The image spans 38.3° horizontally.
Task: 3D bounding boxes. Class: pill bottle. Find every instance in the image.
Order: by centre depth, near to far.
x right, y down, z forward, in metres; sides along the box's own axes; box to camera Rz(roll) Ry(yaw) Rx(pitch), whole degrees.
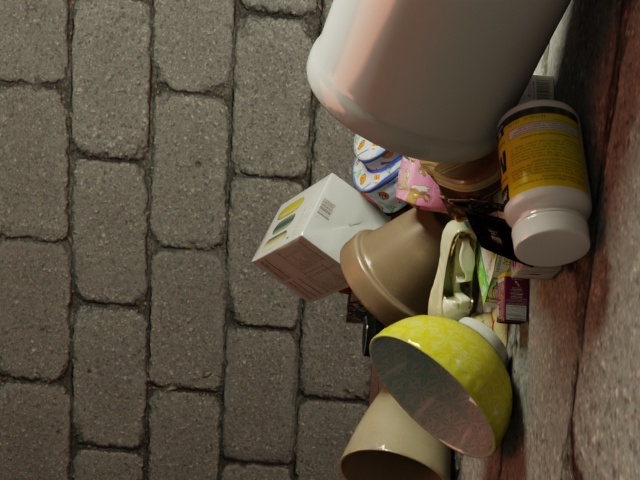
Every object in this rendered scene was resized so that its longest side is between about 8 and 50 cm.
[{"bbox_3d":[0.307,-0.078,1.261,0.119,0.119,0.208,97,176,-59],"label":"pill bottle"},{"bbox_3d":[0.208,0.225,2.109,0.123,0.219,0.123,-177,90,-88],"label":"pill bottle"}]

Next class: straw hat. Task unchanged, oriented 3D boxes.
[{"bbox_3d":[0.306,0.167,1.731,0.144,0.061,0.144,-176,90,-87],"label":"straw hat"}]

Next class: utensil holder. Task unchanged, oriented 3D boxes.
[{"bbox_3d":[0.191,-0.356,1.307,0.327,0.327,0.385,-89,17,-48],"label":"utensil holder"}]

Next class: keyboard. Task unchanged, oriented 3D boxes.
[{"bbox_3d":[0.273,-0.022,1.381,0.100,0.038,0.192,62,172,-14],"label":"keyboard"}]

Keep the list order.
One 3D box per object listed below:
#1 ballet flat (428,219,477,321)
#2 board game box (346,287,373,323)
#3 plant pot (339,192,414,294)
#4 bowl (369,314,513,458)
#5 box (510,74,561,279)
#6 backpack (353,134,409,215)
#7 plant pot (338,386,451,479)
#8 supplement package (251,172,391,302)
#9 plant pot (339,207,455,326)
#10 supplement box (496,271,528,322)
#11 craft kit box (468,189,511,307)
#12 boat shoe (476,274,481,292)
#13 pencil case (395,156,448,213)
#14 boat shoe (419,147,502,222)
[{"bbox_3d":[0.255,0.085,1.733,0.086,0.086,0.248,-97,10,-78],"label":"ballet flat"},{"bbox_3d":[0.192,0.155,2.333,0.165,0.243,0.042,96,176,-53],"label":"board game box"},{"bbox_3d":[0.201,-0.009,2.469,0.236,0.267,0.267,115,162,-49],"label":"plant pot"},{"bbox_3d":[0.242,0.228,1.640,0.156,0.289,0.289,-42,-19,-23],"label":"bowl"},{"bbox_3d":[0.329,-0.102,1.429,0.063,0.067,0.324,103,169,-72],"label":"box"},{"bbox_3d":[0.197,-0.203,2.213,0.263,0.213,0.276,-46,20,23],"label":"backpack"},{"bbox_3d":[0.205,0.444,2.160,0.256,0.256,0.274,95,-167,-49],"label":"plant pot"},{"bbox_3d":[0.000,0.000,2.302,0.263,0.198,0.199,-28,31,55],"label":"supplement package"},{"bbox_3d":[0.210,0.039,1.979,0.229,0.263,0.263,-43,26,27],"label":"plant pot"},{"bbox_3d":[0.324,0.098,1.555,0.055,0.043,0.083,108,165,-81],"label":"supplement box"},{"bbox_3d":[0.324,-0.050,1.664,0.250,0.061,0.246,-89,6,-49],"label":"craft kit box"},{"bbox_3d":[0.318,0.069,1.761,0.125,0.038,0.046,-81,-4,-63],"label":"boat shoe"},{"bbox_3d":[0.248,-0.249,1.822,0.167,0.160,0.386,-97,13,-78],"label":"pencil case"},{"bbox_3d":[0.259,-0.096,1.593,0.123,0.123,0.342,63,178,-11],"label":"boat shoe"}]
